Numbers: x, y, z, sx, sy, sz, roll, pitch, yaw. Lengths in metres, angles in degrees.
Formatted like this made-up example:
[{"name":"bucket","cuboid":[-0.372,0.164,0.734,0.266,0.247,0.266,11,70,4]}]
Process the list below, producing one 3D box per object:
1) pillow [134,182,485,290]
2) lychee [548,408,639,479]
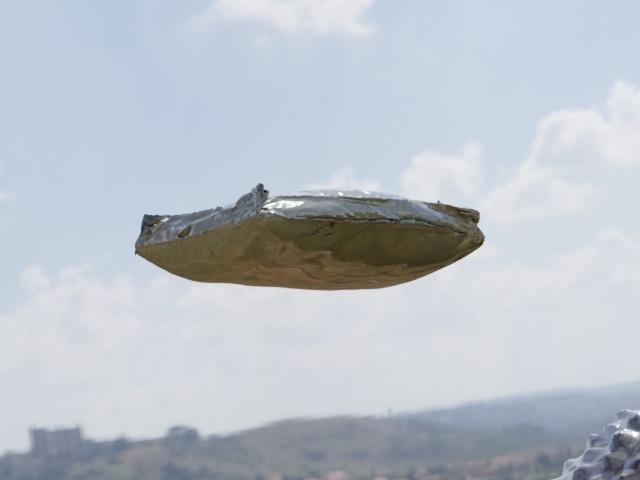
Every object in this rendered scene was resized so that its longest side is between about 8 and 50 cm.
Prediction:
[{"name":"pillow","cuboid":[0.000,0.000,0.823,0.208,0.053,0.119,5,-21,-43]},{"name":"lychee","cuboid":[0.289,0.285,0.871,0.380,0.432,0.380,-6,28,3]}]
